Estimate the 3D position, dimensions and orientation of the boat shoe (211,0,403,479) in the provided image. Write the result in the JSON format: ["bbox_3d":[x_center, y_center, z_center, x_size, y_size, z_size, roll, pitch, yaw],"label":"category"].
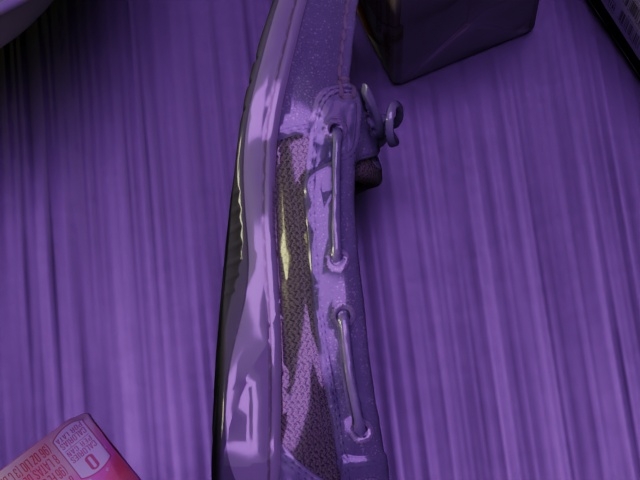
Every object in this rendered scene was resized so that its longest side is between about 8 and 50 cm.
[{"bbox_3d":[0.000,0.001,1.002,0.103,0.118,0.320,5,75,-4],"label":"boat shoe"}]

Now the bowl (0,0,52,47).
[{"bbox_3d":[-0.261,-0.190,1.038,0.298,0.134,0.297,4,58,-7],"label":"bowl"}]

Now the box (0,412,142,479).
[{"bbox_3d":[-0.184,0.240,0.897,0.300,0.154,0.142,-38,75,-12],"label":"box"}]

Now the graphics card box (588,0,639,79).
[{"bbox_3d":[0.310,-0.119,1.048,0.233,0.094,0.371,-26,72,-8],"label":"graphics card box"}]

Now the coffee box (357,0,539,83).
[{"bbox_3d":[0.036,-0.236,1.066,0.098,0.141,0.246,-22,71,-7],"label":"coffee box"}]
